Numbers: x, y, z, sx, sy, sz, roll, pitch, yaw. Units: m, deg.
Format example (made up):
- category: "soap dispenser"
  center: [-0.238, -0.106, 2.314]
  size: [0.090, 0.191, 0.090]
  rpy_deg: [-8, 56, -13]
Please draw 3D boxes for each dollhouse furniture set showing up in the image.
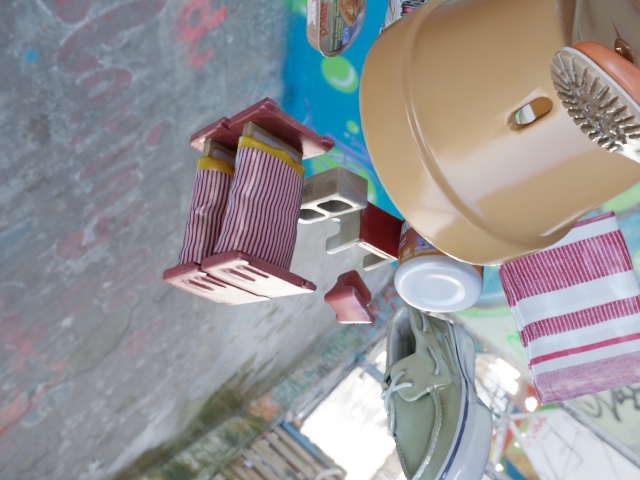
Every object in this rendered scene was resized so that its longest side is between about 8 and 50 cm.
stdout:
- category: "dollhouse furniture set"
  center: [0.000, 0.000, 0.919]
  size: [0.374, 0.152, 0.201]
  rpy_deg: [25, 62, -41]

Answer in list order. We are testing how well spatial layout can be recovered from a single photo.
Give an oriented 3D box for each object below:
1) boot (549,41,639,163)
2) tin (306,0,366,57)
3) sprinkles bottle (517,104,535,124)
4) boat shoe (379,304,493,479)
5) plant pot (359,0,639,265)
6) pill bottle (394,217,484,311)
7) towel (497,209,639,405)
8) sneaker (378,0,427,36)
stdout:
- category: "boot"
  center: [0.224, -0.089, 0.458]
  size: [0.084, 0.158, 0.059]
  rpy_deg: [-55, -175, -4]
- category: "tin"
  center: [0.024, -0.370, 1.094]
  size: [0.106, 0.040, 0.189]
  rpy_deg: [-41, 154, -29]
- category: "sprinkles bottle"
  center: [0.402, -0.243, 1.195]
  size: [0.121, 0.121, 0.355]
  rpy_deg: [-53, 167, 2]
- category: "boat shoe"
  center: [0.105, 0.165, 0.734]
  size: [0.109, 0.094, 0.302]
  rpy_deg: [-60, -176, 20]
- category: "plant pot"
  center: [0.214, -0.137, 0.699]
  size: [0.291, 0.290, 0.203]
  rpy_deg: [-38, -171, -38]
- category: "pill bottle"
  center: [0.177, -0.015, 1.024]
  size: [0.121, 0.121, 0.216]
  rpy_deg: [104, -1, -52]
- category: "towel"
  center: [0.483, 0.132, 1.338]
  size: [0.237, 0.328, 0.037]
  rpy_deg: [-17, -175, 10]
- category: "sneaker"
  center: [0.163, -0.442, 1.364]
  size: [0.092, 0.088, 0.225]
  rpy_deg: [118, -26, -74]
